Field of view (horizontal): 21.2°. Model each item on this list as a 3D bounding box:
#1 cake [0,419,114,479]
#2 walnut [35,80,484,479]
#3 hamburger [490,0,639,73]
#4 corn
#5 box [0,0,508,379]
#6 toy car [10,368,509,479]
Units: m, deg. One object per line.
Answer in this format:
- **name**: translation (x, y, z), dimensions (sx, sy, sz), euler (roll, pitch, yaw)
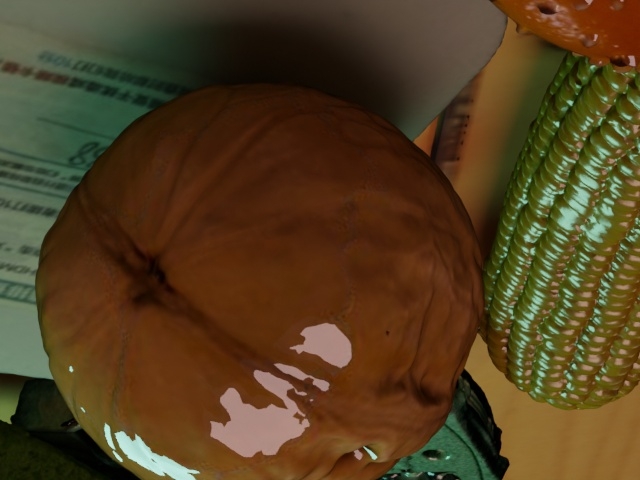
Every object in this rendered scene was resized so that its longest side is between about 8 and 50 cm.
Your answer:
- **cake**: translation (-0.191, 0.155, 1.157), dimensions (0.235, 0.099, 0.100), euler (10, 166, -30)
- **walnut**: translation (-0.021, 0.028, 0.782), dimensions (0.195, 0.195, 0.221), euler (-28, 152, 22)
- **hamburger**: translation (0.176, -0.198, 0.715), dimensions (0.300, 0.176, 0.300), euler (-7, 145, -5)
- **corn**: translation (0.176, -0.025, 1.003), dimensions (0.131, 0.131, 0.344), euler (-4, 145, -12)
- **box**: translation (-0.161, -0.073, 0.851), dimensions (0.396, 0.111, 0.396), euler (13, 139, -31)
- **toy car**: translation (-0.041, 0.122, 1.165), dimensions (0.320, 0.097, 0.141), euler (-6, 149, 19)
